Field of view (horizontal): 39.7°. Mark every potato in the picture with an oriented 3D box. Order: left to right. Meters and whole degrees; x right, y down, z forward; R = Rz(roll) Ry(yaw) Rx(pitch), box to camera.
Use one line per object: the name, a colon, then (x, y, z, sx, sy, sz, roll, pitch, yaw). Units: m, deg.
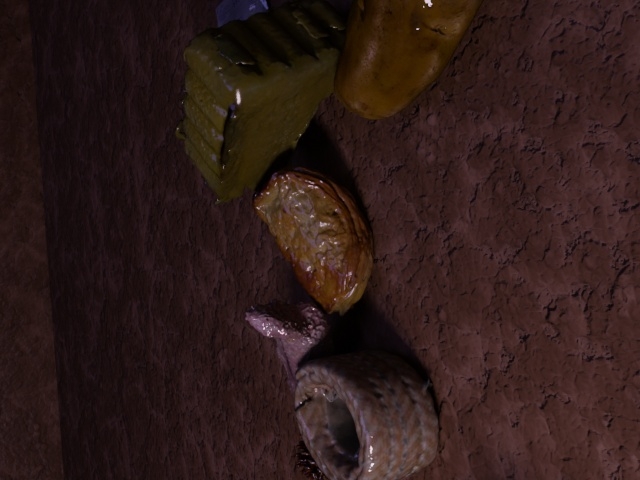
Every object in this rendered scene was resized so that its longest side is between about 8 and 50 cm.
potato: (0.115, -0.314, 1.242, 0.195, 0.176, 0.369, 43, 137, 12)

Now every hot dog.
hot dog: (0.001, -0.003, 1.485, 0.259, 0.114, 0.175, 57, 135, 9)

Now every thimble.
thimble: (0.069, 0.276, 1.382, 0.229, 0.148, 0.195, 17, 109, 57)

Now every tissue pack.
tissue pack: (-0.160, -0.448, 1.753, 0.193, 0.026, 0.122, -26, 72, 55)

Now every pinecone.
pinecone: (0.006, 0.363, 1.527, 0.102, 0.102, 0.109, -45, 27, 49)

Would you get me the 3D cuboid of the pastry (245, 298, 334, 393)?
pastry: (-0.031, 0.177, 1.491, 0.103, 0.112, 0.265, 51, 171, 35)

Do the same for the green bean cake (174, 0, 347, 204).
green bean cake: (-0.098, -0.246, 1.473, 0.202, 0.285, 0.310, 50, 146, 23)
